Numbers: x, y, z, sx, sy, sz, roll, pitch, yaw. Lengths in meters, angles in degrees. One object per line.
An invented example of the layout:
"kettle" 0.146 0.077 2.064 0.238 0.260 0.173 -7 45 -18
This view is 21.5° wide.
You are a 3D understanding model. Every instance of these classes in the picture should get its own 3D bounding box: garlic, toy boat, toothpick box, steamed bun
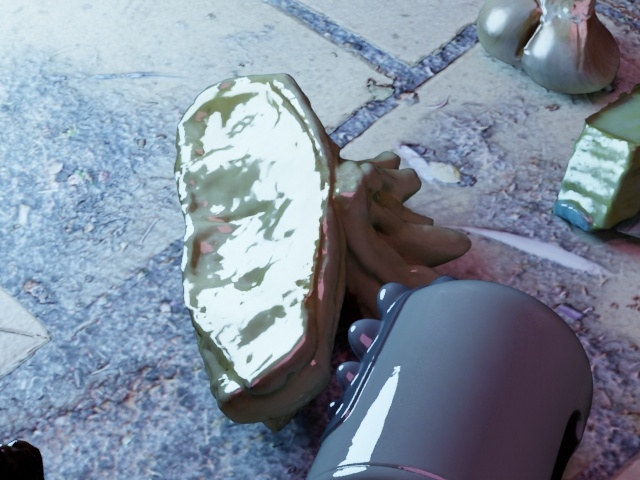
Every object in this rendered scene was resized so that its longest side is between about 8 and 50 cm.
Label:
"garlic" 0.259 -0.232 1.901 0.174 0.099 0.124 24 72 29
"toy boat" 0.361 -0.113 1.771 0.276 0.084 0.111 -32 33 -21
"toothpick box" 0.108 0.164 1.451 0.229 0.229 0.316 12 45 15
"steamed bun" 0.000 0.000 1.668 0.247 0.189 0.428 -31 44 16

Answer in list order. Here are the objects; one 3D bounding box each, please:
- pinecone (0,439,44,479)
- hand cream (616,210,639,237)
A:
"pinecone" -0.288 0.273 1.390 0.224 0.224 0.272 -4 28 1
"hand cream" 0.407 -0.001 1.699 0.205 0.050 0.078 21 50 30
